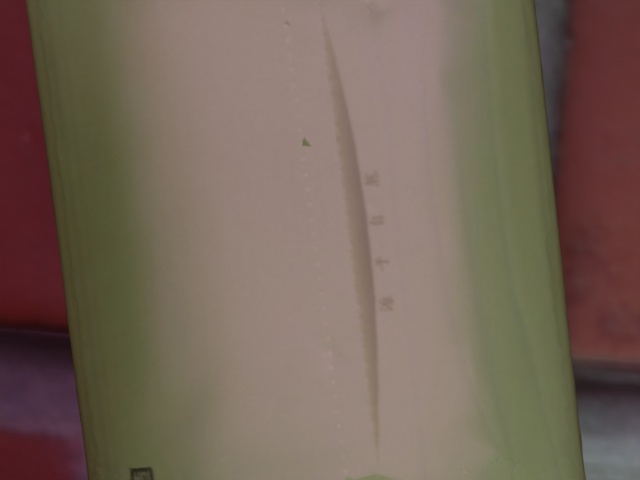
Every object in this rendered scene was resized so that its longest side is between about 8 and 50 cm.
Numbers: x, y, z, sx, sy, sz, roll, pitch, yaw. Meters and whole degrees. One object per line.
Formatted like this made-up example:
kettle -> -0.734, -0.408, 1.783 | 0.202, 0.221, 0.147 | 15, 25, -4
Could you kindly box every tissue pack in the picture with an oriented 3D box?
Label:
tissue pack -> 0.000, 0.000, 0.422 | 0.159, 0.125, 0.234 | -6, 94, 4
